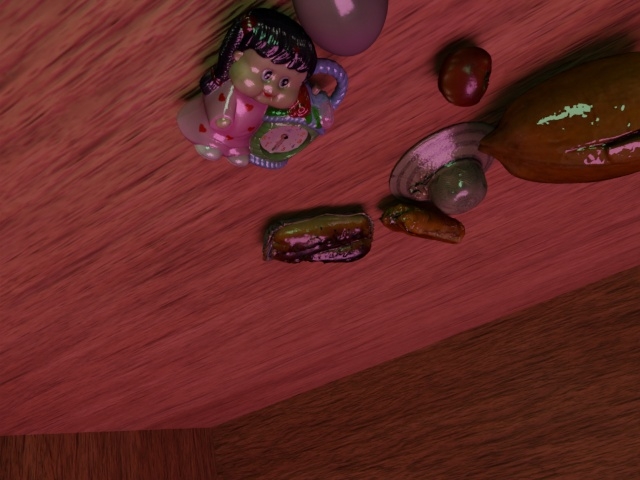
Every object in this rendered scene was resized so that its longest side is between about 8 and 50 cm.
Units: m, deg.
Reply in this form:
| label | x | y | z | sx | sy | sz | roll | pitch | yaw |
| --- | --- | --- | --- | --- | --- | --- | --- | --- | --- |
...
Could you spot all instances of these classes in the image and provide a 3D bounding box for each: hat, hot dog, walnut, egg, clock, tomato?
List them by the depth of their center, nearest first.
| label | x | y | z | sx | sy | sz | roll | pitch | yaw |
| --- | --- | --- | --- | --- | --- | --- | --- | --- | --- |
| egg | 0.022 | -0.265 | 0.467 | 0.103 | 0.103 | 0.135 | -25 | 155 | 14 |
| clock | -0.065 | -0.191 | 0.563 | 0.193 | 0.100 | 0.195 | 4 | 148 | -40 |
| tomato | 0.212 | -0.244 | 0.634 | 0.075 | 0.087 | 0.087 | 21 | 162 | 23 |
| walnut | 0.444 | -0.197 | 0.733 | 0.335 | 0.209 | 0.209 | -9 | 153 | 13 |
| hat | 0.276 | -0.112 | 0.871 | 0.251 | 0.110 | 0.252 | -13 | 151 | -7 |
| hot dog | 0.000 | 0.000 | 0.949 | 0.270 | 0.082 | 0.163 | -7 | 148 | -17 |
| hot dog | 0.248 | -0.037 | 0.997 | 0.268 | 0.115 | 0.072 | 10 | 100 | -45 |
